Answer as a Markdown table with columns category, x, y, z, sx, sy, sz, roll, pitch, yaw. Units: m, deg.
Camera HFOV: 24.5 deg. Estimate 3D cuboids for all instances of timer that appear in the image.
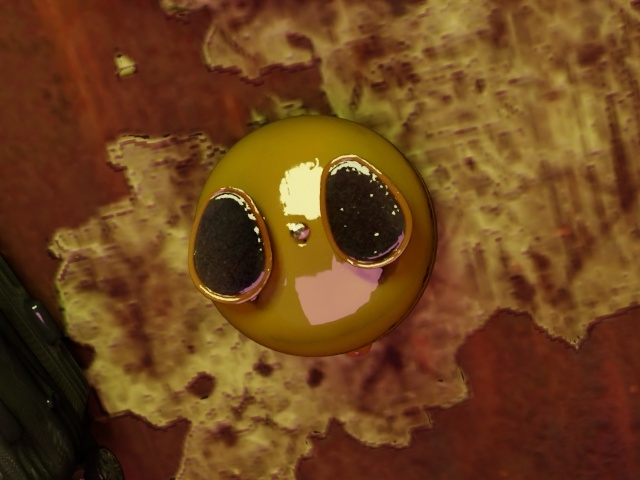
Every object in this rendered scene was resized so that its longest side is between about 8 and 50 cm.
| category | x | y | z | sx | sy | sz | roll | pitch | yaw |
| --- | --- | --- | --- | --- | --- | --- | --- | --- | --- |
| timer | 0.000 | 0.000 | 0.645 | 0.107 | 0.109 | 0.107 | 0 | 88 | 10 |

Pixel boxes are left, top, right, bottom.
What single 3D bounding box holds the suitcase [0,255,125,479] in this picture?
| category | x | y | z | sx | sy | sz | roll | pitch | yaw |
| --- | --- | --- | --- | --- | --- | --- | --- | --- | --- |
| suitcase | -0.240 | 0.045 | 0.642 | 0.202 | 0.128 | 0.312 | -25 | 113 | 14 |
